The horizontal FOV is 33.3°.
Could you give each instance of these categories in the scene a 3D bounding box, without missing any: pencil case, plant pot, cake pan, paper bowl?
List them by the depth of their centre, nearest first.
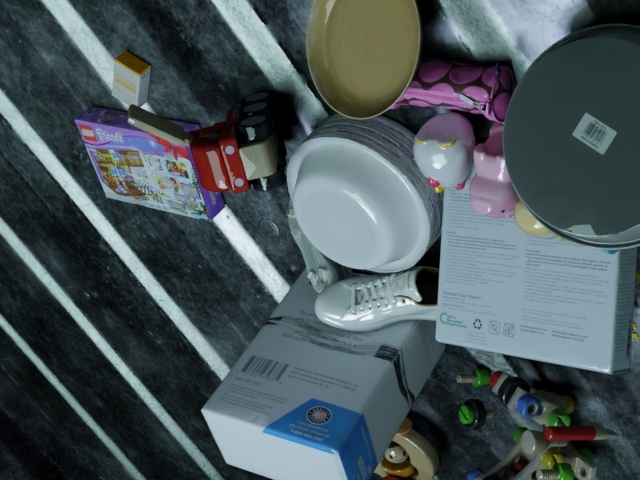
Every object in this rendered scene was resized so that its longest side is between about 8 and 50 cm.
[{"bbox_3d":[0.360,-0.132,1.372,0.293,0.054,0.293,3,96,34],"label":"cake pan"},{"bbox_3d":[0.184,-0.226,1.594,0.209,0.098,0.095,11,133,35],"label":"pencil case"},{"bbox_3d":[0.069,-0.299,1.595,0.236,0.032,0.236,7,99,46],"label":"plant pot"},{"bbox_3d":[0.067,-0.066,1.818,0.284,0.148,0.284,25,141,22],"label":"paper bowl"}]

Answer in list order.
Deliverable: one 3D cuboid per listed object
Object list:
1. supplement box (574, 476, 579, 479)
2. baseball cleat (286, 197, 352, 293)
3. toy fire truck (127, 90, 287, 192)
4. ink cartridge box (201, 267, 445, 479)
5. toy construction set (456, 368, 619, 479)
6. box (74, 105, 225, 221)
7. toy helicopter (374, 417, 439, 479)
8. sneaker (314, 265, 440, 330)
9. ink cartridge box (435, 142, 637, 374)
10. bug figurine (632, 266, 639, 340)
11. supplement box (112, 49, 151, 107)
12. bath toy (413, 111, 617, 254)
[{"bbox_3d":[0.487,0.506,2.102,0.043,0.055,0.083,42,142,-2],"label":"supplement box"},{"bbox_3d":[0.000,0.000,2.005,0.072,0.109,0.206,-13,88,35],"label":"baseball cleat"},{"bbox_3d":[-0.194,-0.169,1.818,0.246,0.217,0.158,-13,114,4],"label":"toy fire truck"},{"bbox_3d":[0.018,0.251,1.969,0.285,0.395,0.166,11,137,30],"label":"ink cartridge box"},{"bbox_3d":[0.421,0.357,1.914,0.237,0.257,0.309,3,171,-22],"label":"toy construction set"},{"bbox_3d":[-0.343,-0.156,2.154,0.293,0.057,0.201,13,136,32],"label":"box"},{"bbox_3d":[0.093,0.402,2.279,0.355,0.140,0.235,27,139,22],"label":"toy helicopter"},{"bbox_3d":[0.126,0.087,1.883,0.290,0.106,0.123,-6,151,9],"label":"sneaker"},{"bbox_3d":[0.328,0.016,1.644,0.324,0.071,0.330,7,96,45],"label":"ink cartridge box"},{"bbox_3d":[0.402,0.056,1.707,0.279,0.072,0.216,3,124,45],"label":"bug figurine"},{"bbox_3d":[-0.360,-0.305,2.037,0.062,0.036,0.098,33,142,10],"label":"supplement box"},{"bbox_3d":[0.282,-0.084,1.561,0.348,0.151,0.129,22,150,41],"label":"bath toy"}]
